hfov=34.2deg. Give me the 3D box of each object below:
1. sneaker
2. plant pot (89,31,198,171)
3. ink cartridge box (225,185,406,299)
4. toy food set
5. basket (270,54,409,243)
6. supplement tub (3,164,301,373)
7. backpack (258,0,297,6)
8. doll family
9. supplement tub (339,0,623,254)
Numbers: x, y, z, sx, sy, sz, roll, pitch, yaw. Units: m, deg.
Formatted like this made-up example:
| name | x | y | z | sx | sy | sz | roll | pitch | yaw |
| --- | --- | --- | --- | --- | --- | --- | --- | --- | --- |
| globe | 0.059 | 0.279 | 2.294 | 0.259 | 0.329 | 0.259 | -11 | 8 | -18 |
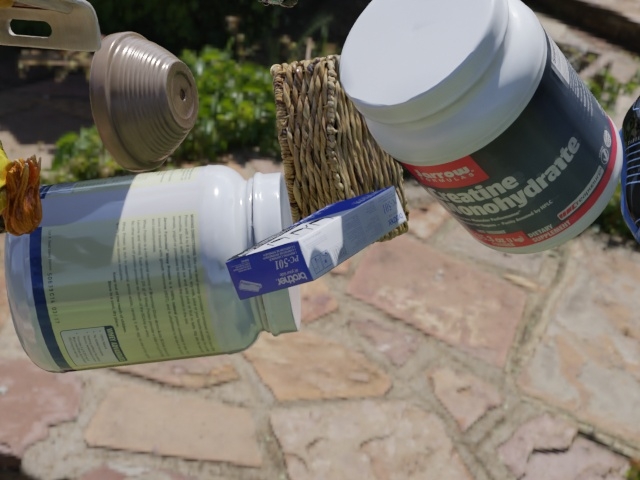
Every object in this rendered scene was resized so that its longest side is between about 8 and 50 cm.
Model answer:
| name | x | y | z | sx | sy | sz | roll | pitch | yaw |
| --- | --- | --- | --- | --- | --- | --- | --- | --- | --- |
| sneaker | 0.376 | -0.080 | 1.137 | 0.081 | 0.090 | 0.232 | 6 | 46 | -7 |
| plant pot | -0.280 | -0.238 | 1.756 | 0.110 | 0.237 | 0.237 | -5 | 25 | 21 |
| ink cartridge box | 0.000 | 0.000 | 1.096 | 0.097 | 0.046 | 0.207 | -16 | 8 | 35 |
| toy food set | -0.444 | -0.271 | 1.265 | 0.220 | 0.092 | 0.306 | 9 | 7 | 22 |
| basket | -0.015 | -0.130 | 1.629 | 0.223 | 0.299 | 0.213 | -3 | 8 | 33 |
| supplement tub | -0.197 | 0.032 | 1.283 | 0.325 | 0.235 | 0.235 | -6 | 30 | 3 |
| backpack | -0.107 | -0.460 | 1.679 | 0.182 | 0.152 | 0.115 | 6 | 16 | -30 |
| doll family | -0.350 | -0.054 | 0.973 | 0.118 | 0.163 | 0.263 | -29 | 0 | 29 |
| supplement tub | 0.163 | -0.125 | 1.033 | 0.272 | 0.191 | 0.191 | 39 | 6 | -41 |
